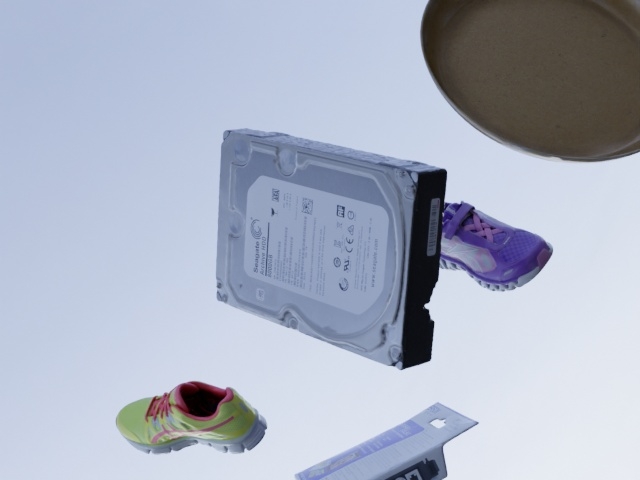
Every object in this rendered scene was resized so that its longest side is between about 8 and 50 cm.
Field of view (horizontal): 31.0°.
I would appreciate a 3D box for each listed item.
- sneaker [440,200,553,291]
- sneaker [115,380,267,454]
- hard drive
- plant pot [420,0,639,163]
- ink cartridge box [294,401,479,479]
[{"bbox_3d":[0.216,-0.004,1.593,0.095,0.236,0.105,-44,-61,-17],"label":"sneaker"},{"bbox_3d":[-0.172,0.210,1.443,0.081,0.208,0.094,-72,-33,-42],"label":"sneaker"},{"bbox_3d":[0.000,0.000,1.417,0.064,0.339,0.237,-9,-71,-43],"label":"hard drive"},{"bbox_3d":[0.199,-0.153,0.985,0.236,0.236,0.032,-45,-19,-29],"label":"plant pot"},{"bbox_3d":[0.077,0.262,1.344,0.208,0.206,0.045,-27,-88,-6],"label":"ink cartridge box"}]
